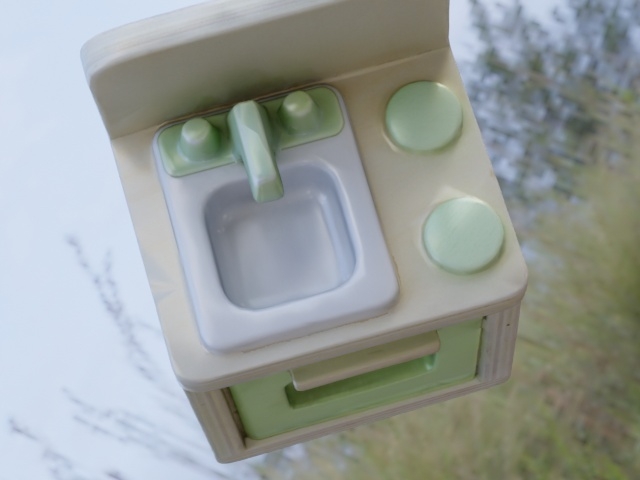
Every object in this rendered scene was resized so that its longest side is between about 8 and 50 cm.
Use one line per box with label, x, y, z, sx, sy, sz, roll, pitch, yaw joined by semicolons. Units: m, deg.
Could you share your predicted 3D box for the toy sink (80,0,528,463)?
toy sink;0.000;0.000;0.784;0.234;0.152;0.131;83;170;-69
